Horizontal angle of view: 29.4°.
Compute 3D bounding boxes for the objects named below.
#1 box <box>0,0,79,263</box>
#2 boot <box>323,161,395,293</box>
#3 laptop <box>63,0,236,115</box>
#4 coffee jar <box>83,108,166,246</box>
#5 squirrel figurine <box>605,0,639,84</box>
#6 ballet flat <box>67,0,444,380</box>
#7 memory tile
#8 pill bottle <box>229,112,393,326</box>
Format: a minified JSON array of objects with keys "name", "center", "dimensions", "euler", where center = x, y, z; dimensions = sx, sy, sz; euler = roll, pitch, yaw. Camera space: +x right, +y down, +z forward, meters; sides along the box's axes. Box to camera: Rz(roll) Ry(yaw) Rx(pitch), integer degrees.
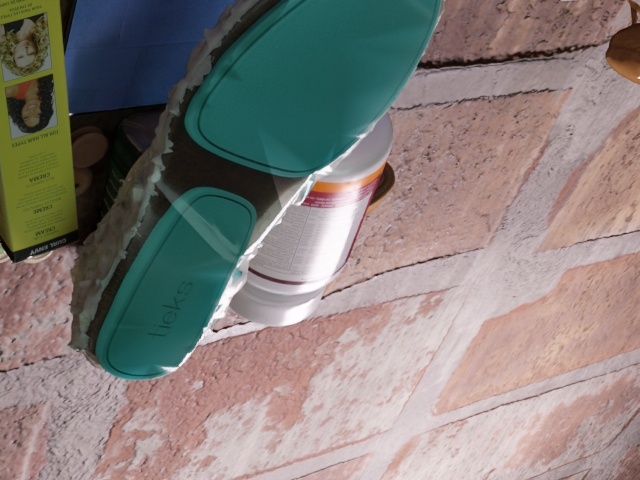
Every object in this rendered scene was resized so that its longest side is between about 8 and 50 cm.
[{"name":"box","center":[-0.219,-0.097,0.861],"dimensions":[0.058,0.087,0.232],"euler":[-22,140,-26]},{"name":"boot","center":[0.000,0.000,1.239],"dimensions":[0.197,0.073,0.152],"euler":[-27,148,5]},{"name":"laptop","center":[0.055,-0.208,0.881],"dimensions":[0.382,0.408,0.236],"euler":[-12,106,-36]},{"name":"coffee jar","center":[-0.147,-0.021,1.051],"dimensions":[0.096,0.079,0.184],"euler":[-14,140,-40]},{"name":"squirrel figurine","center":[0.447,-0.239,1.093],"dimensions":[0.397,0.370,0.281],"euler":[-13,108,8]},{"name":"ballet flat","center":[-0.073,-0.074,0.879],"dimensions":[0.147,0.147,0.409],"euler":[7,129,-49]},{"name":"memory tile","center":[-0.244,-0.035,0.999],"dimensions":[0.113,0.012,0.148],"euler":[-1,132,-45]},{"name":"pill bottle","center":[-0.022,-0.030,1.046],"dimensions":[0.121,0.121,0.221],"euler":[-18,148,-29]}]
